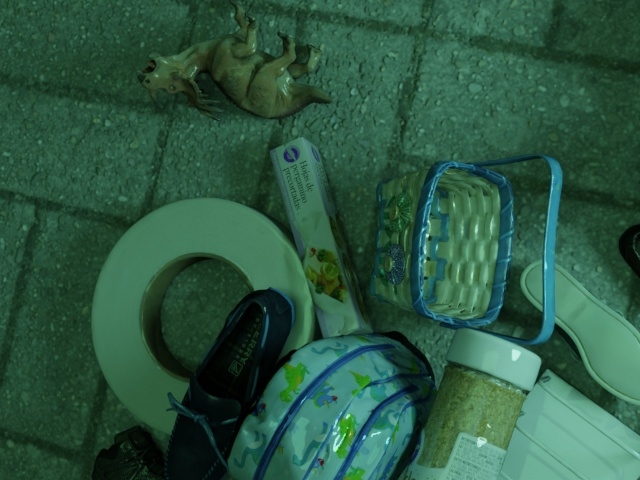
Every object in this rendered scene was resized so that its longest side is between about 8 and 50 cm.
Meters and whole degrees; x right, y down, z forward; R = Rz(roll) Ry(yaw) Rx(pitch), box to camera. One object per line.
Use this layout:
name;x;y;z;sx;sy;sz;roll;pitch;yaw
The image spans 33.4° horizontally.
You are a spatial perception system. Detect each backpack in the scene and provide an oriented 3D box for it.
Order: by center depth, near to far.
backpack;0.019;0.262;1.468;0.273;0.355;0.290;39;95;34

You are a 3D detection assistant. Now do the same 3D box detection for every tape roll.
tape roll;-0.182;0.125;1.713;0.392;0.072;0.392;-2;85;18

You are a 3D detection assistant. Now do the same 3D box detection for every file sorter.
file sorter;0.307;0.350;1.490;0.193;0.173;0.278;37;97;17

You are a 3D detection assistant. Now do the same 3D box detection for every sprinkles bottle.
sprinkles bottle;0.175;0.297;1.394;0.121;0.121;0.355;19;83;18

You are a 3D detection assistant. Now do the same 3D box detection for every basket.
basket;0.210;0.012;1.505;0.289;0.201;0.255;0;84;44

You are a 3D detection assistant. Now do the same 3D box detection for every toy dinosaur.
toy dinosaur;-0.120;-0.253;1.702;0.295;0.127;0.200;30;102;5

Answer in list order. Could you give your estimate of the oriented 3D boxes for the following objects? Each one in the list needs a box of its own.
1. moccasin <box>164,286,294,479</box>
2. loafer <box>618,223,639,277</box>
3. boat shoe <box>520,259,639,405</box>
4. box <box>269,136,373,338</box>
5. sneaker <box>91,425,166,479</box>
moccasin;-0.159;0.222;1.599;0.137;0.117;0.342;22;93;17
loafer;0.502;0.068;1.499;0.080;0.078;0.220;-46;74;9
boat shoe;0.388;0.130;1.530;0.254;0.079;0.095;43;100;18
box;0.000;0.000;1.643;0.063;0.067;0.324;-22;70;16
sneaker;-0.266;0.374;1.711;0.227;0.087;0.130;6;94;23
